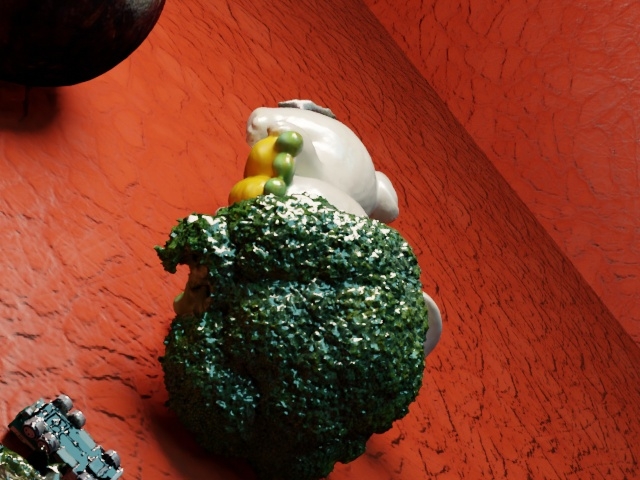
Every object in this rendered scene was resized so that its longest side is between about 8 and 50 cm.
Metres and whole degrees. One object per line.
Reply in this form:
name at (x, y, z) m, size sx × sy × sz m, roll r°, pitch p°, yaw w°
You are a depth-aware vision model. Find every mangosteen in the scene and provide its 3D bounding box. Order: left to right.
mangosteen at (-0.277, -0.308, 1.163) m, size 0.300 × 0.300 × 0.300 m, roll 39°, pitch 21°, yaw -18°

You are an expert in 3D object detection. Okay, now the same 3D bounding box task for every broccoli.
broccoli at (-0.026, 0.080, 1.044) m, size 0.269 × 0.242 × 0.261 m, roll -25°, pitch 107°, yaw -42°

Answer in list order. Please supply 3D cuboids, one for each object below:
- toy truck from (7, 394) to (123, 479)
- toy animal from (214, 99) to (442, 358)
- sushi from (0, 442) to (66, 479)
toy truck at (-0.184, 0.150, 0.831) m, size 0.083 × 0.044 × 0.039 m, roll 47°, pitch 42°, yaw 1°
toy animal at (-0.007, -0.001, 1.261) m, size 0.247 × 0.183 × 0.310 m, roll 33°, pitch 24°, yaw -32°
sushi at (-0.211, 0.164, 0.739) m, size 0.083 × 0.056 × 0.084 m, roll 30°, pitch 26°, yaw -20°
